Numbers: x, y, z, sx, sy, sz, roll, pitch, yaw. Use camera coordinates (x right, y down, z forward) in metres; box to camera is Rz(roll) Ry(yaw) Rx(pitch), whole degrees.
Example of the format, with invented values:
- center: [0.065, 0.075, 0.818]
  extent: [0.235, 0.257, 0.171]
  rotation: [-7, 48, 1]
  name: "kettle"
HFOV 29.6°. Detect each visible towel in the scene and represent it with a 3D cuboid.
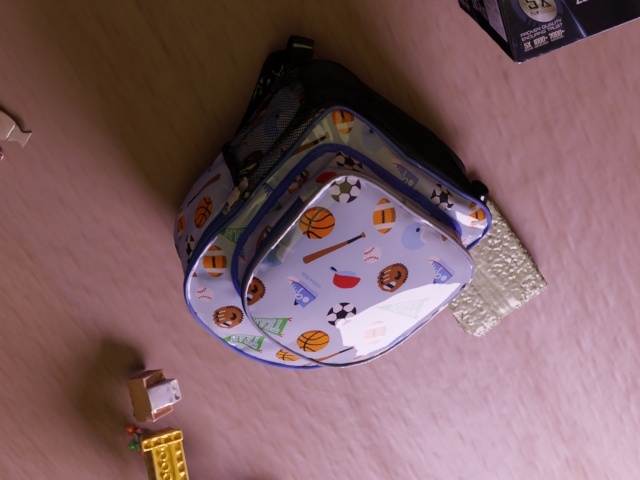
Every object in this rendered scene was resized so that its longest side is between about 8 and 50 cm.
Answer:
- center: [0.163, 0.026, 1.268]
  extent: [0.110, 0.027, 0.148]
  rotation: [-37, 115, 8]
  name: "towel"

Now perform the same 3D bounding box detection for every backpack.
- center: [0.000, 0.000, 1.136]
  extent: [0.276, 0.213, 0.263]
  rotation: [35, 116, -26]
  name: "backpack"

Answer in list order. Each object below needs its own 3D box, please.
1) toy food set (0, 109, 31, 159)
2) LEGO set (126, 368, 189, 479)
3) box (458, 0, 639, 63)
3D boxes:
- center: [-0.338, -0.108, 1.119]
  extent: [0.122, 0.019, 0.078]
  rotation: [36, 106, -31]
  name: "toy food set"
- center: [-0.146, 0.267, 1.315]
  extent: [0.287, 0.107, 0.132]
  rotation: [48, 65, -22]
  name: "LEGO set"
- center: [0.203, -0.239, 1.056]
  extent: [0.147, 0.180, 0.077]
  rotation: [-20, 118, 1]
  name: "box"
